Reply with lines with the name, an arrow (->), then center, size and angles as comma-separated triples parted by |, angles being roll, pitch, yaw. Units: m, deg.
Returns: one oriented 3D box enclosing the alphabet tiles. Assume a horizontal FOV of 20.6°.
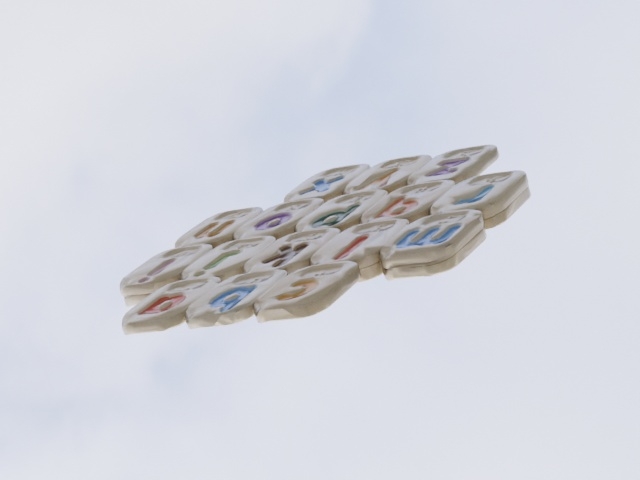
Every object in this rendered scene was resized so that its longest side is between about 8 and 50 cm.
alphabet tiles -> 0.000, 0.000, 1.235 | 0.284, 0.021, 0.278 | -7, -160, 35
